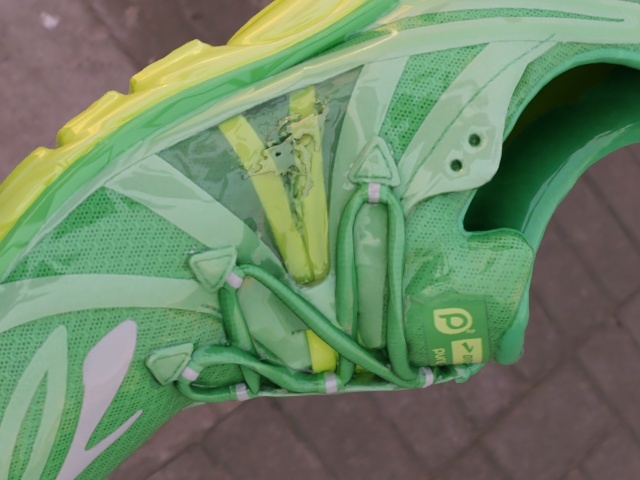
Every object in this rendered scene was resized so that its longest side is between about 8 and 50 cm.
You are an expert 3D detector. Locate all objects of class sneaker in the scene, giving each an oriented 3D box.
[{"bbox_3d":[0.000,0.000,0.456,0.295,0.109,0.123,-39,66,-7],"label":"sneaker"}]
